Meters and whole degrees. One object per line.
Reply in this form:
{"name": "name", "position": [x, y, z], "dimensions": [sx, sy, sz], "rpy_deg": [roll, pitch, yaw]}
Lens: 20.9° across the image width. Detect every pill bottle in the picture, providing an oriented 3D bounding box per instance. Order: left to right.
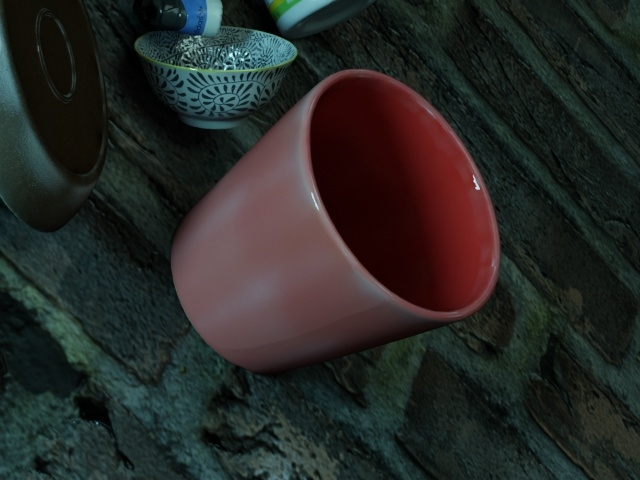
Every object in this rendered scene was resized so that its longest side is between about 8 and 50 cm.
{"name": "pill bottle", "position": [-0.036, -0.371, 2.021], "dimensions": [0.136, 0.136, 0.246], "rpy_deg": [-17, 80, -53]}

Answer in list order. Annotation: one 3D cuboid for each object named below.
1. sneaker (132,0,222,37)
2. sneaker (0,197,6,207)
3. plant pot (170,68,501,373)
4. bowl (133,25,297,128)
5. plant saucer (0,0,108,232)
{"name": "sneaker", "position": [-0.160, -0.260, 1.853], "dimensions": [0.084, 0.058, 0.152], "rpy_deg": [6, 27, -18]}
{"name": "sneaker", "position": [-0.350, -0.159, 1.556], "dimensions": [0.107, 0.124, 0.283], "rpy_deg": [-73, 149, -67]}
{"name": "plant pot", "position": [0.000, 0.000, 1.720], "dimensions": [0.275, 0.243, 0.275], "rpy_deg": [28, 47, -36]}
{"name": "bowl", "position": [-0.110, -0.165, 1.814], "dimensions": [0.170, 0.170, 0.080], "rpy_deg": [-31, 131, -54]}
{"name": "plant saucer", "position": [-0.258, -0.163, 1.573], "dimensions": [0.310, 0.050, 0.311], "rpy_deg": [-11, 90, -77]}
